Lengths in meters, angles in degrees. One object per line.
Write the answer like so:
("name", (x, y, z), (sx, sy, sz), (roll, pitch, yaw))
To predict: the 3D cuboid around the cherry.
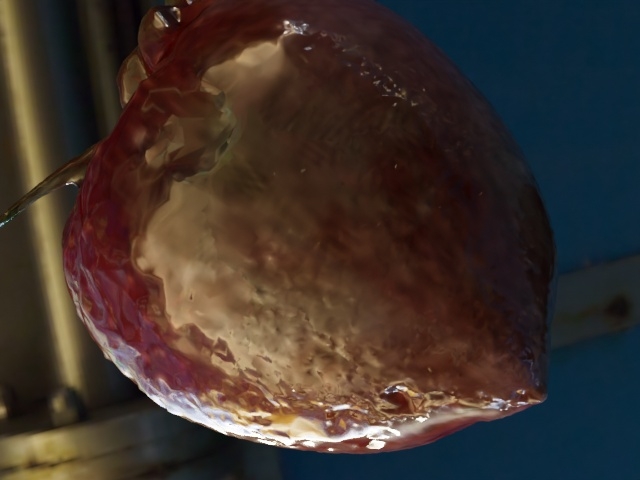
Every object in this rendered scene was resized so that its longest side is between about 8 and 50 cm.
("cherry", (0.000, 0.000, 0.647), (0.249, 0.192, 0.175), (33, -11, 36))
